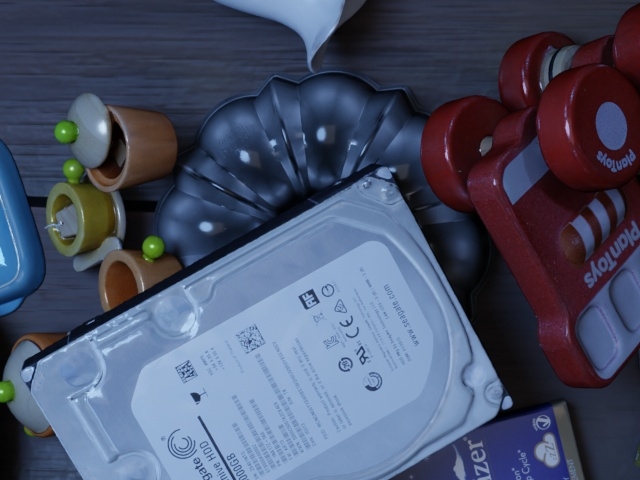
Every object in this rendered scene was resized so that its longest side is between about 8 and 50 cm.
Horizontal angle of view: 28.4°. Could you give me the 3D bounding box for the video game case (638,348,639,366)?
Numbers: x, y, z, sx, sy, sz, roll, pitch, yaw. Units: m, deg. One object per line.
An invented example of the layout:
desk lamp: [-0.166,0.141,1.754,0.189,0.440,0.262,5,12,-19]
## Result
video game case: [0.353,0.054,1.187,0.119,0.015,0.166,-7,90,3]

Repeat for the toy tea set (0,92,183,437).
toy tea set: [-0.211,0.040,1.111,0.124,0.200,0.335,-7,98,-41]

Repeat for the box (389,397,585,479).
box: [0.136,0.241,1.192,0.225,0.036,0.136,-14,90,4]

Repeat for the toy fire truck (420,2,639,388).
toy fire truck: [0.248,-0.051,1.093,0.302,0.169,0.253,-41,109,-35]

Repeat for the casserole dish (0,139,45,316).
casserole dish: [-0.337,-0.017,1.213,0.114,0.037,0.188,-18,89,3]

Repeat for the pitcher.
pitcher: [-0.037,-0.275,1.161,0.207,0.125,0.178,38,55,6]

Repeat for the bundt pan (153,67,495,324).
bundt pan: [0.000,0.000,1.152,0.331,0.124,0.330,0,91,3]

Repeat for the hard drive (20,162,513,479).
hard drive: [-0.041,0.117,1.044,0.339,0.064,0.236,-29,99,-4]

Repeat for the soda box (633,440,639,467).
soda box: [0.342,0.130,1.150,0.058,0.061,0.181,15,92,2]
